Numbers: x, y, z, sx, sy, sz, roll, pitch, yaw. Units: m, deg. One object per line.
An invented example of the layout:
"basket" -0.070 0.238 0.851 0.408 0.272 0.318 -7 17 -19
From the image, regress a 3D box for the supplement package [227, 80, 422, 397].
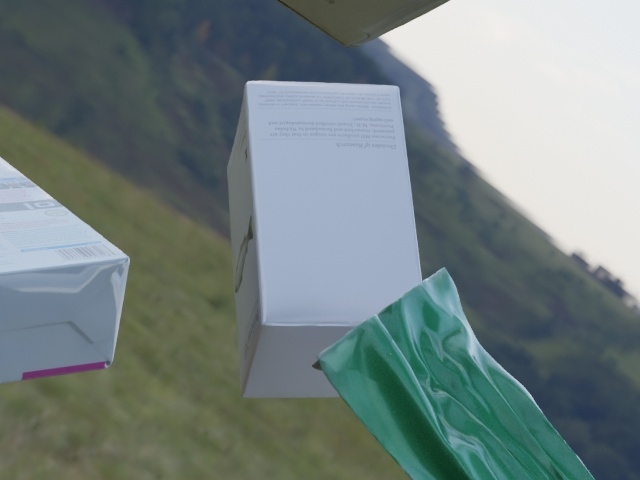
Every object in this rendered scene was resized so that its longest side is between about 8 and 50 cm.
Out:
"supplement package" 0.000 0.000 1.183 0.105 0.179 0.105 1 -31 -11

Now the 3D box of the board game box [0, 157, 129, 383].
"board game box" -0.319 0.006 1.394 0.224 0.097 0.303 -5 26 -35

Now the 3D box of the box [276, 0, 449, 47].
"box" 0.041 -0.221 0.729 0.094 0.275 0.113 32 -32 -28

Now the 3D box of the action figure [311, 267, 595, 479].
"action figure" 0.092 0.132 0.888 0.232 0.063 0.137 53 38 5
